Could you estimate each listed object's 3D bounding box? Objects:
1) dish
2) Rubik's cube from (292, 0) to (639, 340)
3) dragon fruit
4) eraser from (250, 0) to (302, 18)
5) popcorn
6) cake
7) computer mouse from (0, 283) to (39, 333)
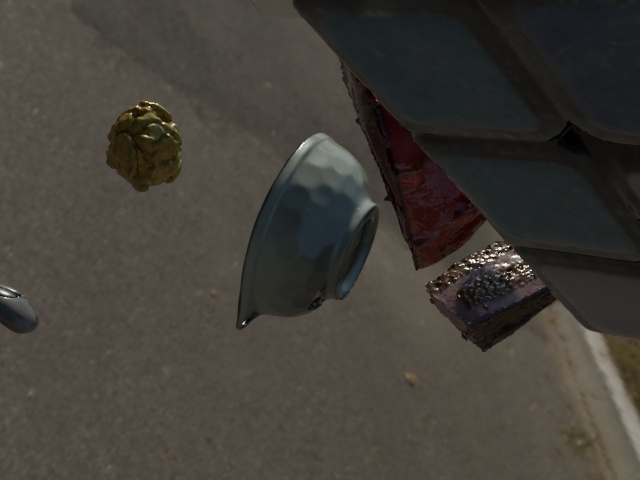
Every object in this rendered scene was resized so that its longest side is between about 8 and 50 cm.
[{"bbox_3d":[0.000,0.000,1.622,0.120,0.303,0.303,22,18,15],"label":"dish"},{"bbox_3d":[0.258,-0.147,0.565,0.362,0.359,0.363,9,-27,41],"label":"Rubik's cube"},{"bbox_3d":[0.100,-0.122,1.129,0.189,0.163,0.262,-5,56,-26],"label":"dragon fruit"},{"bbox_3d":[0.015,-0.405,1.847,0.298,0.076,0.078,11,-26,37],"label":"eraser"},{"bbox_3d":[-0.354,-0.178,2.308,0.140,0.194,0.163,-40,93,-37],"label":"popcorn"},{"bbox_3d":[0.296,0.058,1.710,0.116,0.295,0.113,50,-20,35],"label":"cake"},{"bbox_3d":[-0.422,0.087,1.572,0.096,0.039,0.066,42,8,2],"label":"computer mouse"}]
